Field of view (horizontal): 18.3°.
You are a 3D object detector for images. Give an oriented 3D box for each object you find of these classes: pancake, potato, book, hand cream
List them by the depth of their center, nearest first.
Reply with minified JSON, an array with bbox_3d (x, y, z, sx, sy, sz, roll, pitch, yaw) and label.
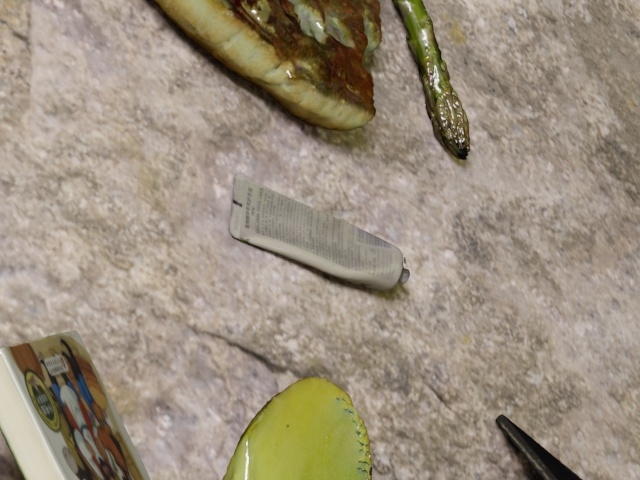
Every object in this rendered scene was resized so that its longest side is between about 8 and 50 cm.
[{"bbox_3d":[-0.119,0.180,1.202,0.264,0.027,0.202,63,4,2],"label":"book"},{"bbox_3d":[-0.027,0.185,1.358,0.119,0.054,0.198,34,52,-35],"label":"potato"},{"bbox_3d":[0.000,0.000,1.515,0.165,0.037,0.057,22,53,-28],"label":"hand cream"},{"bbox_3d":[-0.093,-0.284,1.565,0.427,0.067,0.305,45,35,-17],"label":"pancake"}]

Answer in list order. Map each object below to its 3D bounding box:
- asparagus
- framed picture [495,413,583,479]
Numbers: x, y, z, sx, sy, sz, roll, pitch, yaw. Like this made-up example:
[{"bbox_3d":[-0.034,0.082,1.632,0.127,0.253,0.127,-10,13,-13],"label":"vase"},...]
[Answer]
[{"bbox_3d":[0.095,-0.143,1.688,0.030,0.036,0.165,-11,77,-27],"label":"asparagus"},{"bbox_3d":[0.269,0.263,1.500,0.244,0.013,0.324,39,6,-24],"label":"framed picture"}]
